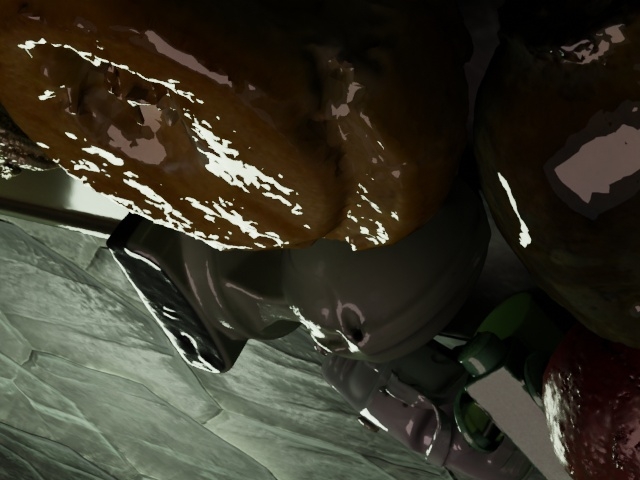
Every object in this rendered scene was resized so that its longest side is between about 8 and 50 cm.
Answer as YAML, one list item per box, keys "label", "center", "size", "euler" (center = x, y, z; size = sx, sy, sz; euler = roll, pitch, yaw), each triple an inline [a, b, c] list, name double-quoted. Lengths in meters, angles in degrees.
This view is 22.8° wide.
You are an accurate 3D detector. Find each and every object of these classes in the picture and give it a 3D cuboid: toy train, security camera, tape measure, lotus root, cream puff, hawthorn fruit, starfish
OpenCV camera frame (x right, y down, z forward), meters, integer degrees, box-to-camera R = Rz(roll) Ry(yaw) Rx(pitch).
- label: "toy train"
  center: [0.216, 0.156, 1.343]
  size: [0.105, 0.157, 0.253]
  euler: [-35, 103, 34]
- label: "security camera"
  center: [0.000, 0.000, 1.263]
  size: [0.277, 0.191, 0.197]
  euler: [7, 141, 37]
- label: "tape measure"
  center: [0.114, 0.149, 1.450]
  size: [0.197, 0.120, 0.236]
  euler: [29, -178, -18]
- label: "lotus root"
  center: [0.210, -0.054, 0.975]
  size: [0.267, 0.149, 0.260]
  euler: [8, 147, 36]
- label: "cream puff"
  center: [-0.053, -0.148, 0.990]
  size: [0.343, 0.231, 0.327]
  euler: [15, 153, 25]
- label: "hawthorn fruit"
  center: [0.257, 0.092, 1.161]
  size: [0.181, 0.181, 0.235]
  euler: [22, 135, 19]
- label: "starfish"
  center: [-0.350, -0.139, 1.511]
  size: [0.235, 0.062, 0.277]
  euler: [30, 161, 16]

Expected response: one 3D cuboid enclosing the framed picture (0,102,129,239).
- label: "framed picture"
  center: [-0.356, -0.121, 1.633]
  size: [0.446, 0.028, 0.326]
  euler: [12, 149, 36]
